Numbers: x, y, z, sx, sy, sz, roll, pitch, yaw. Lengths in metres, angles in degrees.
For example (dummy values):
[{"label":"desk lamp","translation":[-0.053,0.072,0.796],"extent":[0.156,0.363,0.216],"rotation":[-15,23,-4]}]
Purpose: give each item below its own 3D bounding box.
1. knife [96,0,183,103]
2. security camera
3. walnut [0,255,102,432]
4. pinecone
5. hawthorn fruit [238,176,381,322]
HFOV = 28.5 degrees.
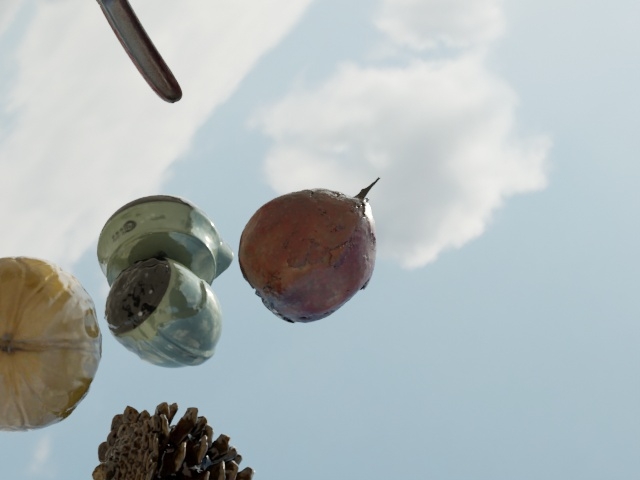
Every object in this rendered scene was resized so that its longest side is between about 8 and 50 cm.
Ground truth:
[{"label":"knife","translation":[-0.282,-0.330,1.885],"extent":[0.123,0.278,0.053],"rotation":[-33,-169,-26]},{"label":"security camera","translation":[-0.242,0.077,1.928],"extent":[0.197,0.191,0.277],"rotation":[-35,-143,16]},{"label":"walnut","translation":[-0.338,0.115,1.405],"extent":[0.195,0.195,0.221],"rotation":[-52,-166,-11]},{"label":"pinecone","translation":[-0.172,0.302,1.545],"extent":[0.168,0.212,0.186],"rotation":[-34,-143,13]},{"label":"hawthorn fruit","translation":[0.000,0.000,1.707],"extent":[0.235,0.181,0.181],"rotation":[-44,-153,5]}]
